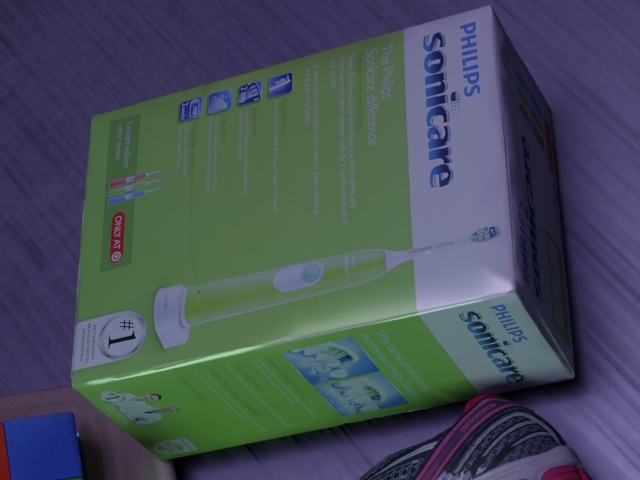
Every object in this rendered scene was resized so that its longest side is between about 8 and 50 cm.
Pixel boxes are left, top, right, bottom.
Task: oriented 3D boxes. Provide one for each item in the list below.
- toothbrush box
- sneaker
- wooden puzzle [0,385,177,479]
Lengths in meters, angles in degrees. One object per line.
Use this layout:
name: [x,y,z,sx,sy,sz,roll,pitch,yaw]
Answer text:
toothbrush box: [0.000,0.000,1.134,0.283,0.122,0.206,-15,55,20]
sneaker: [0.021,0.205,1.057,0.299,0.121,0.112,-30,42,-3]
wooden puzzle: [-0.246,0.242,1.110,0.348,0.080,0.322,-10,62,-8]
